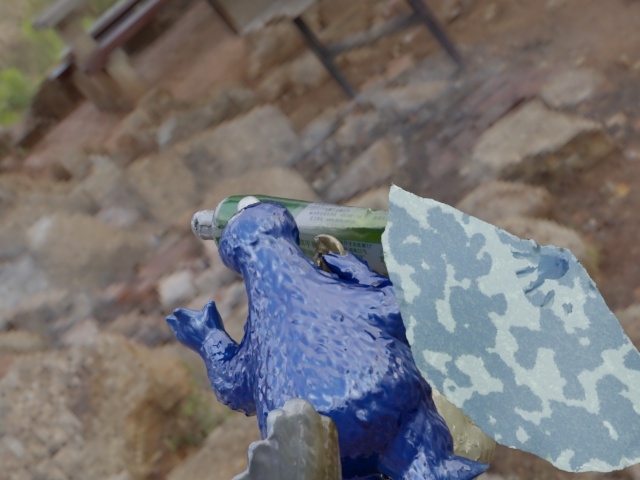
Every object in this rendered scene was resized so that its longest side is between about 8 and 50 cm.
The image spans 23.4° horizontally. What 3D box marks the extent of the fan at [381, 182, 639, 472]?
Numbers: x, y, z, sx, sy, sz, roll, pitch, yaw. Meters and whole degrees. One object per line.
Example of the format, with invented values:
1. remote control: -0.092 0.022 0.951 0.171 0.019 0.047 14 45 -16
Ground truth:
1. fan: 0.116 0.056 0.932 0.009 0.240 0.131 -9 -45 -55

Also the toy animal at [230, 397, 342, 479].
1. toy animal: -0.111 0.203 0.627 0.272 0.197 0.160 -18 -1 12

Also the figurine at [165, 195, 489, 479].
1. figurine: -0.001 0.082 1.065 0.164 0.262 0.121 -43 -17 8

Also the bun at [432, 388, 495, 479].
1. bun: 0.055 0.295 1.963 0.362 0.234 0.326 -40 -5 -10

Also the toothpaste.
1. toothpaste: 0.000 0.000 1.192 0.248 0.078 0.047 8 34 36
